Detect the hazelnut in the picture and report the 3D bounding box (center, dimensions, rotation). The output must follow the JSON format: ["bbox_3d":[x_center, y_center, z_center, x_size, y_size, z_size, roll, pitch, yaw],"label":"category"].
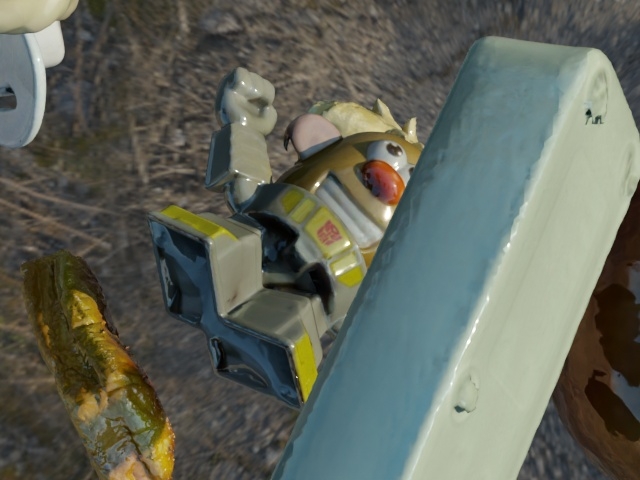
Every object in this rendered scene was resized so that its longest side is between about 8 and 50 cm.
[{"bbox_3d":[0.428,0.077,1.402,0.429,0.402,0.402,-43,86,-18],"label":"hazelnut"}]

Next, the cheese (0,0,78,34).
[{"bbox_3d":[-0.154,-0.278,0.739,0.115,0.318,0.326,13,77,-1],"label":"cheese"}]

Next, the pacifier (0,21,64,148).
[{"bbox_3d":[-0.389,-0.230,1.369,0.244,0.233,0.300,1,105,50],"label":"pacifier"}]

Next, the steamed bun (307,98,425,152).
[{"bbox_3d":[0.094,-0.066,1.687,0.137,0.295,0.292,-30,116,1],"label":"steamed bun"}]

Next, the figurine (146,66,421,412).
[{"bbox_3d":[-0.001,0.000,1.265,0.167,0.285,0.343,-7,112,50],"label":"figurine"}]

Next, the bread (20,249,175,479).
[{"bbox_3d":[-0.205,0.120,1.244,0.077,0.271,0.139,-24,124,-11],"label":"bread"}]

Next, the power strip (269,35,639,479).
[{"bbox_3d":[0.022,0.103,0.499,0.062,0.091,0.385,15,70,33],"label":"power strip"}]
